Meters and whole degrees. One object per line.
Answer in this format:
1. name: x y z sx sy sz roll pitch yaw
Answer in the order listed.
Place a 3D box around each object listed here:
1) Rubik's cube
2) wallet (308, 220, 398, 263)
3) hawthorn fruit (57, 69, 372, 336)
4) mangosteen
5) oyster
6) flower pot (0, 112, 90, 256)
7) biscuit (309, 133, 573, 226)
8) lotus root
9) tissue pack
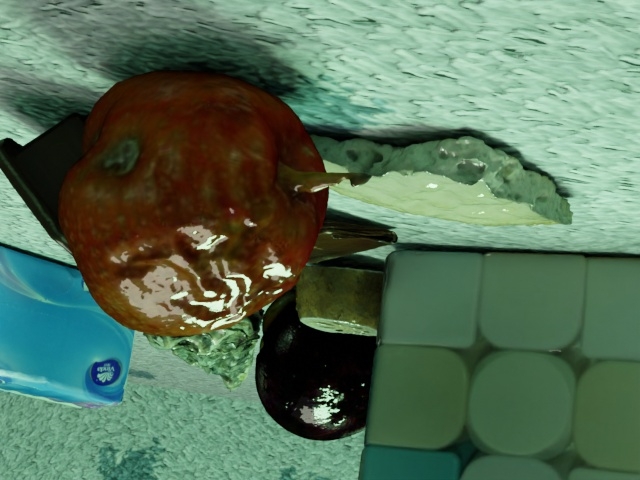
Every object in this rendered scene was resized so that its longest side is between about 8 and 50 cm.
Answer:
1. Rubik's cube: 0.264 0.219 1.318 0.346 0.347 0.344 3 165 24
2. wallet: 0.000 0.000 1.274 0.095 0.026 0.176 10 169 -27
3. hawthorn fruit: -0.071 -0.036 0.855 0.243 0.207 0.207 -10 157 32
4. mangosteen: -0.003 0.161 1.598 0.211 0.211 0.250 18 -167 -32
5. oyster: -0.164 0.123 1.642 0.162 0.158 0.351 40 166 29
6. flower pot: -0.179 -0.030 1.058 0.179 0.084 0.251 48 -175 27
7. biscuit: 0.104 -0.049 0.996 0.265 0.040 0.188 12 168 -9
8. lotus root: 0.026 0.069 1.400 0.122 0.081 0.112 4 167 25
9. tissue pack: -0.419 0.131 1.689 0.146 0.198 0.263 -9 157 44
